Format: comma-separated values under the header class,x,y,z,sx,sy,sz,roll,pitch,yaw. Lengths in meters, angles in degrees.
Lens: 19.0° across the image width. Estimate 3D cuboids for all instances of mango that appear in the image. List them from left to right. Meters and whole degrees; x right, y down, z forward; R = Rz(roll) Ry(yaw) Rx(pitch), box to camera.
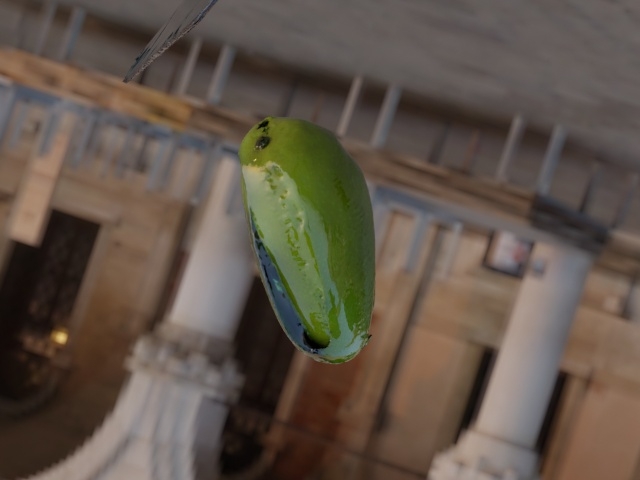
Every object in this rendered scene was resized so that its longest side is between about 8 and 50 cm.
class,x,y,z,sx,sy,sz,roll,pitch,yaw
mango,0.000,0.000,1.173,0.074,0.165,0.091,-13,-157,19

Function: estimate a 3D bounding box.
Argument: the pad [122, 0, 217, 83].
class,x,y,z,sx,sy,sz,roll,pitch,yaw
pad,0.029,-0.159,0.556,0.004,0.267,0.181,36,170,-10
